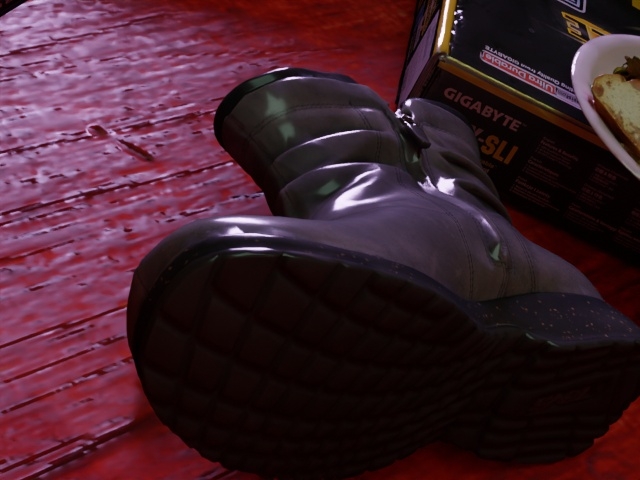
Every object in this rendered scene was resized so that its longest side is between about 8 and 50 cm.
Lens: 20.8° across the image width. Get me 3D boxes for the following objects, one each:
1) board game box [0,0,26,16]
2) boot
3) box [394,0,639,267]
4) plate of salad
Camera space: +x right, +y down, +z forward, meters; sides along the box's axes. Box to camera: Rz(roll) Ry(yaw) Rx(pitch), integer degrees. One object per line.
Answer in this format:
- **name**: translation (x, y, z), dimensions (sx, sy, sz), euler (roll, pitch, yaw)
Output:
- **board game box**: translation (-0.257, -0.227, 0.756), dimensions (0.254, 0.079, 0.336), euler (-34, 86, -14)
- **boot**: translation (0.000, 0.000, 0.844), dimensions (0.338, 0.118, 0.222), euler (16, 31, -50)
- **box**: translation (0.211, -0.085, 1.144), dimensions (0.322, 0.079, 0.257), euler (26, 32, -8)
- **plate of salad**: translation (0.240, -0.064, 1.030), dimensions (0.200, 0.048, 0.200), euler (20, 35, -15)
